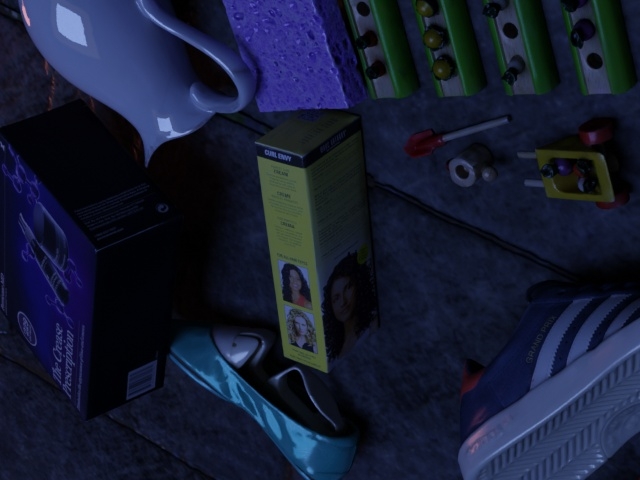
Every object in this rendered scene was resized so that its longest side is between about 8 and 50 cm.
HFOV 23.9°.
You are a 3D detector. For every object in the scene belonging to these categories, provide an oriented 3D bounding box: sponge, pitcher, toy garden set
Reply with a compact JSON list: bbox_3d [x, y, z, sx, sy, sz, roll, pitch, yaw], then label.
[{"bbox_3d":[-0.037,-0.208,1.282,0.117,0.031,0.210,5,121,47],"label":"sponge"},{"bbox_3d":[-0.162,-0.182,1.355,0.177,0.125,0.207,-20,113,46],"label":"pitcher"},{"bbox_3d":[0.130,-0.118,1.201,0.244,0.049,0.204,3,120,39],"label":"toy garden set"}]

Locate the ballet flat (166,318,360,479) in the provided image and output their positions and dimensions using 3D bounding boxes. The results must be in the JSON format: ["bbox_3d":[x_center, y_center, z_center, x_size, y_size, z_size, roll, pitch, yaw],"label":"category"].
[{"bbox_3d":[-0.054,0.141,1.535,0.247,0.083,0.087,41,113,10],"label":"ballet flat"}]

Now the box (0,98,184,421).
[{"bbox_3d":[-0.234,0.023,1.493,0.184,0.103,0.261,49,146,30],"label":"box"}]

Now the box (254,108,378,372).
[{"bbox_3d":[0.000,0.000,1.371,0.058,0.087,0.232,17,130,34],"label":"box"}]

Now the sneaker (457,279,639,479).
[{"bbox_3d":[0.242,0.070,1.197,0.350,0.148,0.131,-34,130,28],"label":"sneaker"}]

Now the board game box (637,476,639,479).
[{"bbox_3d":[0.342,0.219,1.262,0.146,0.045,0.193,34,136,17],"label":"board game box"}]
